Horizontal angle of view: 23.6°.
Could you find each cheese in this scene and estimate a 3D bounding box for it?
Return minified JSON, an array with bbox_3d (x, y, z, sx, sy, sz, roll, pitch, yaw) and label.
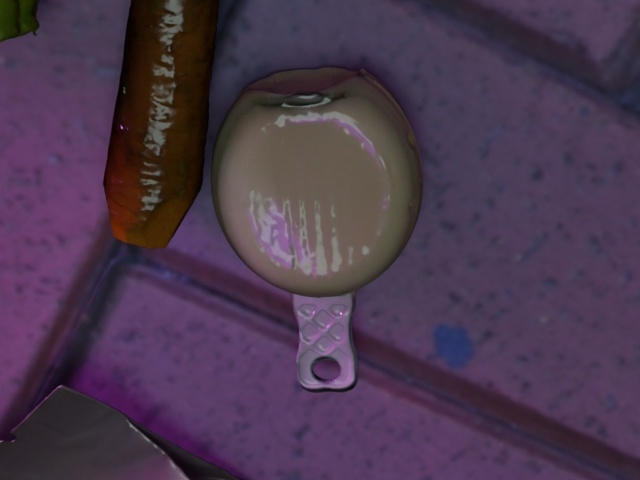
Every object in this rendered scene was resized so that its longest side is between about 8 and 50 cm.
[{"bbox_3d":[0.000,0.000,1.007,0.137,0.064,0.227,-1,113,7],"label":"cheese"}]

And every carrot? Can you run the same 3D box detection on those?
[{"bbox_3d":[-0.088,-0.144,0.950,0.066,0.066,0.314,10,112,-2],"label":"carrot"}]

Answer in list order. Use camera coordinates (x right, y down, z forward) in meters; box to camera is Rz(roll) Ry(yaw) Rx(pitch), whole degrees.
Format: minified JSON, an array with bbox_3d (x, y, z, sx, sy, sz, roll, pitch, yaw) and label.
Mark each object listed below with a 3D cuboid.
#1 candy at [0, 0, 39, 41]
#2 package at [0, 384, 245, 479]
[{"bbox_3d":[-0.232,-0.210,0.909,0.097,0.097,0.209,-10,109,7],"label":"candy"},{"bbox_3d":[-0.152,0.227,1.116,0.251,0.062,0.204,41,110,-18],"label":"package"}]
